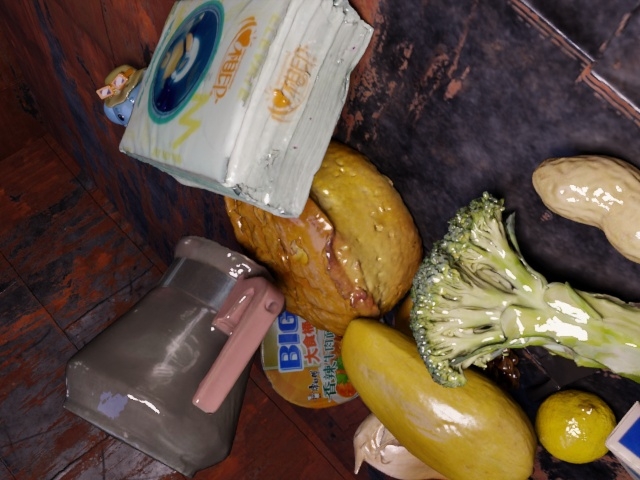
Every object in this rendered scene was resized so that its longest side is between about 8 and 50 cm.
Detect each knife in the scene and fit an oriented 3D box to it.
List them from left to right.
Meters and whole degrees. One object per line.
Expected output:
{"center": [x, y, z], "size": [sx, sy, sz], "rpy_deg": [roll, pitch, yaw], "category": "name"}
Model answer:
{"center": [0.370, 0.201, 0.961], "size": [0.060, 0.028, 0.230], "rpy_deg": [57, 159, 19], "category": "knife"}

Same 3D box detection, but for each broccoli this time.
{"center": [0.290, 0.118, 0.794], "size": [0.361, 0.221, 0.252], "rpy_deg": [37, 124, 23], "category": "broccoli"}

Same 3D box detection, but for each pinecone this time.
{"center": [0.270, 0.217, 1.042], "size": [0.121, 0.140, 0.140], "rpy_deg": [14, -171, -44], "category": "pinecone"}

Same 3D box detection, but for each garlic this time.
{"center": [0.239, 0.397, 1.237], "size": [0.313, 0.249, 0.286], "rpy_deg": [22, -179, 3], "category": "garlic"}

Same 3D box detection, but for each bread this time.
{"center": [0.000, 0.000, 1.101], "size": [0.398, 0.215, 0.398], "rpy_deg": [41, 155, 24], "category": "bread"}

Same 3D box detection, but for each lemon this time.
{"center": [0.383, 0.280, 0.938], "size": [0.109, 0.109, 0.133], "rpy_deg": [45, 151, 14], "category": "lemon"}

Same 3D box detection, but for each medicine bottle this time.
{"center": [0.194, 0.117, 1.063], "size": [0.096, 0.096, 0.192], "rpy_deg": [46, 158, 12], "category": "medicine bottle"}

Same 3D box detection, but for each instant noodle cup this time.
{"center": [-0.025, 0.213, 1.421], "size": [0.296, 0.296, 0.214], "rpy_deg": [57, 165, -16], "category": "instant noodle cup"}

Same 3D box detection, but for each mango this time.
{"center": [0.171, 0.252, 0.944], "size": [0.332, 0.142, 0.195], "rpy_deg": [31, 142, 24], "category": "mango"}

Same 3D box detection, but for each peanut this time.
{"center": [0.304, -0.034, 0.629], "size": [0.187, 0.082, 0.082], "rpy_deg": [39, 155, 26], "category": "peanut"}

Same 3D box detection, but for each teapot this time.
{"center": [-0.214, 0.181, 1.046], "size": [0.305, 0.361, 0.376], "rpy_deg": [38, 155, -22], "category": "teapot"}

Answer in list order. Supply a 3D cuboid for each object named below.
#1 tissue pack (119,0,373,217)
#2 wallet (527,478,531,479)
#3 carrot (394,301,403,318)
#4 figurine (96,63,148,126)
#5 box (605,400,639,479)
{"center": [-0.134, -0.213, 0.917], "size": [0.162, 0.287, 0.388], "rpy_deg": [21, 179, -38], "category": "tissue pack"}
{"center": [0.526, 0.634, 1.309], "size": [0.169, 0.044, 0.317], "rpy_deg": [14, 139, 54], "category": "wallet"}
{"center": [0.221, 0.223, 1.261], "size": [0.254, 0.049, 0.049], "rpy_deg": [54, 158, -20], "category": "carrot"}
{"center": [-0.411, -0.315, 1.520], "size": [0.262, 0.154, 0.180], "rpy_deg": [38, 152, -15], "category": "figurine"}
{"center": [0.464, 0.321, 0.722], "size": [0.200, 0.065, 0.343], "rpy_deg": [41, 179, 46], "category": "box"}
